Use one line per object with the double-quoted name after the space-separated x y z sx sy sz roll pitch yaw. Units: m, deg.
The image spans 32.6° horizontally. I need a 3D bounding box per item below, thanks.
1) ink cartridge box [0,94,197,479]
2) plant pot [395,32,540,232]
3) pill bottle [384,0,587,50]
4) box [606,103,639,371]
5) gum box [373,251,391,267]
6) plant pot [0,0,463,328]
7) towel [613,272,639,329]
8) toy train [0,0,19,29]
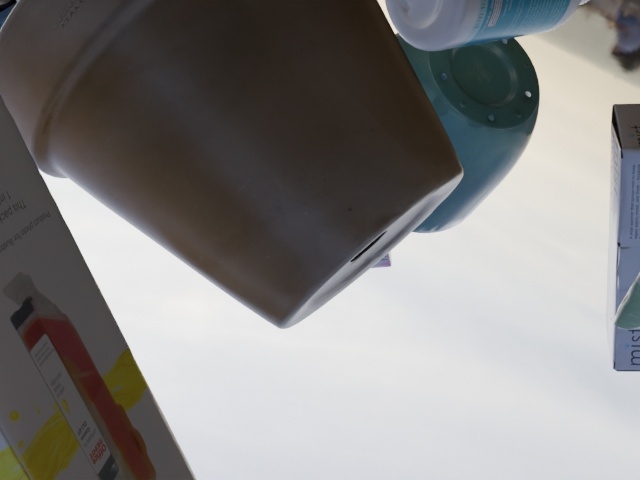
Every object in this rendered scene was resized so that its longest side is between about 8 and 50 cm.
-0.270 0.120 0.703 0.384 0.279 0.160 66 -158 -15 "ink cartridge box"
0.177 -0.189 1.594 0.293 0.235 0.293 10 -116 -21 "plant pot"
0.216 -0.315 1.316 0.264 0.146 0.146 -15 -143 -32 "pill bottle"
0.413 -0.001 1.119 0.231 0.262 0.127 -1 -151 12 "box"
0.000 0.000 1.511 0.188 0.062 0.107 -5 162 6 "gum box"
-0.048 -0.095 0.859 0.280 0.323 0.323 49 -162 8 "plant pot"
0.336 -0.064 0.665 0.248 0.325 0.038 -9 -126 -14 "towel"
-0.294 -0.177 1.148 0.105 0.080 0.184 35 153 29 "toy train"
